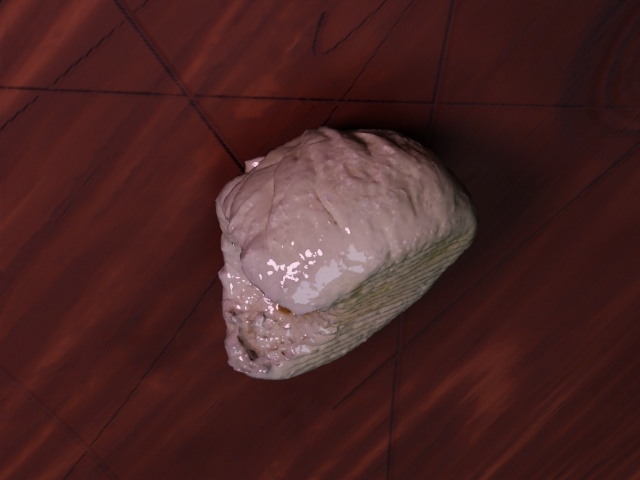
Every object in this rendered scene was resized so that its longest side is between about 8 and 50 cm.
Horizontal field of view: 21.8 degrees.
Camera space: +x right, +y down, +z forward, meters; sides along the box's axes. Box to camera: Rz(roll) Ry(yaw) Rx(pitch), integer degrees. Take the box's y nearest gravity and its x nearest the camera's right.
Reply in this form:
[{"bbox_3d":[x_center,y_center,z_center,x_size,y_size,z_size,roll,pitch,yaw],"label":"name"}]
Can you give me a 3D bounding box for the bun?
[{"bbox_3d":[0.000,0.000,1.139,0.204,0.126,0.212,-10,151,-51],"label":"bun"}]
